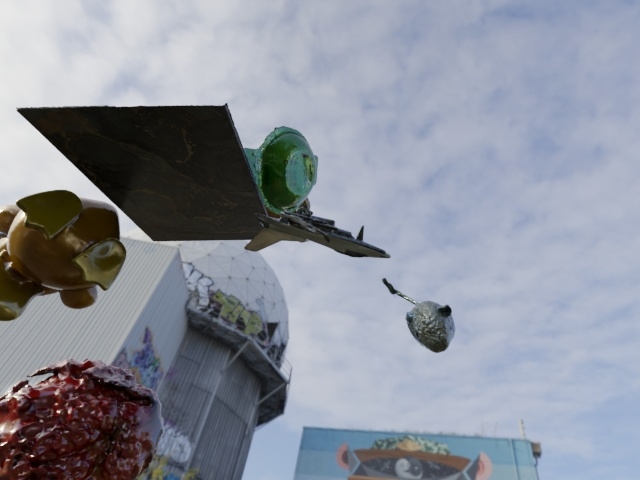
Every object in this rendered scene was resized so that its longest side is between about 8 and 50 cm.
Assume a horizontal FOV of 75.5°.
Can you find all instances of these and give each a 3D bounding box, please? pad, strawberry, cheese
[{"bbox_3d":[-0.217,-0.076,0.634,0.248,0.007,0.367,-1,-25,3],"label":"pad"},{"bbox_3d":[-0.366,0.320,0.640,0.221,0.274,0.274,-8,-49,19],"label":"strawberry"},{"bbox_3d":[-0.106,-0.155,0.928,0.083,0.321,0.203,13,-74,37],"label":"cheese"}]

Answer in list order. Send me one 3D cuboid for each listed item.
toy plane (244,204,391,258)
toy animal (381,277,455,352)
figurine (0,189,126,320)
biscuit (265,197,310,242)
[{"bbox_3d":[-0.004,-0.016,0.665,0.234,0.082,0.160,3,-13,3],"label":"toy plane"},{"bbox_3d":[0.167,0.119,0.688,0.070,0.253,0.079,-19,-80,1],"label":"toy animal"},{"bbox_3d":[-0.421,0.019,0.652,0.228,0.215,0.215,-30,-57,10],"label":"figurine"},{"bbox_3d":[-0.136,-0.076,1.142,0.241,0.035,0.158,12,-63,14],"label":"biscuit"}]
